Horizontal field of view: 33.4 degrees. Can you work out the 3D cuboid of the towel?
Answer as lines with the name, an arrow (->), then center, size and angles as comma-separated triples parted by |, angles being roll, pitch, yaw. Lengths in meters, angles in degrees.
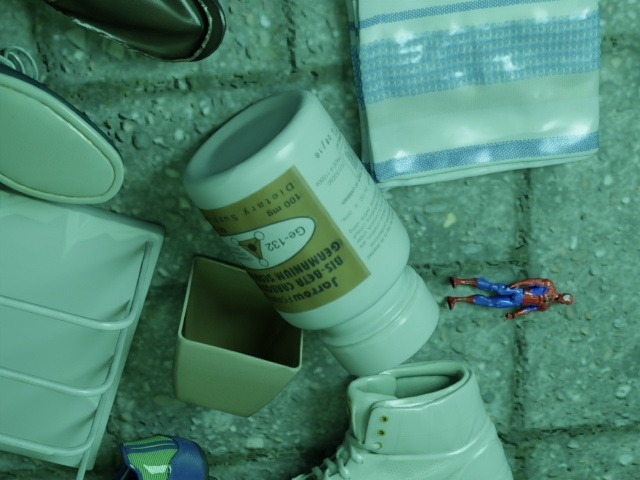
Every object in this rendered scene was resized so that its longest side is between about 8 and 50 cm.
towel -> 0.123, -0.180, 0.862 | 0.209, 0.034, 0.285 | -7, 117, 1

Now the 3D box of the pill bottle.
pill bottle -> 0.000, 0.000, 0.895 | 0.131, 0.131, 0.229 | -30, 115, 13

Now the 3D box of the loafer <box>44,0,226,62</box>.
loafer -> -0.177, -0.195, 0.816 | 0.220, 0.078, 0.080 | 25, 114, -14

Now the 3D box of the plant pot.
plant pot -> -0.082, 0.096, 0.963 | 0.109, 0.109, 0.096 | 17, 128, -11

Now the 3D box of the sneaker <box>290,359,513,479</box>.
sneaker -> 0.026, 0.209, 1.028 | 0.292, 0.108, 0.169 | -21, 115, -2

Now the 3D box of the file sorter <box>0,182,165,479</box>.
file sorter -> -0.271, 0.117, 0.924 | 0.192, 0.173, 0.278 | 16, 116, -10

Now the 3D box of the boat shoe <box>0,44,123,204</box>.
boat shoe -> -0.273, -0.111, 0.857 | 0.254, 0.079, 0.095 | 22, 116, -11

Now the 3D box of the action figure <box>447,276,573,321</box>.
action figure -> 0.178, 0.052, 0.989 | 0.115, 0.030, 0.038 | 1, 113, -5

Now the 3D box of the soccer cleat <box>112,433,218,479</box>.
soccer cleat -> -0.210, 0.309, 1.059 | 0.121, 0.093, 0.289 | 16, 112, -36
